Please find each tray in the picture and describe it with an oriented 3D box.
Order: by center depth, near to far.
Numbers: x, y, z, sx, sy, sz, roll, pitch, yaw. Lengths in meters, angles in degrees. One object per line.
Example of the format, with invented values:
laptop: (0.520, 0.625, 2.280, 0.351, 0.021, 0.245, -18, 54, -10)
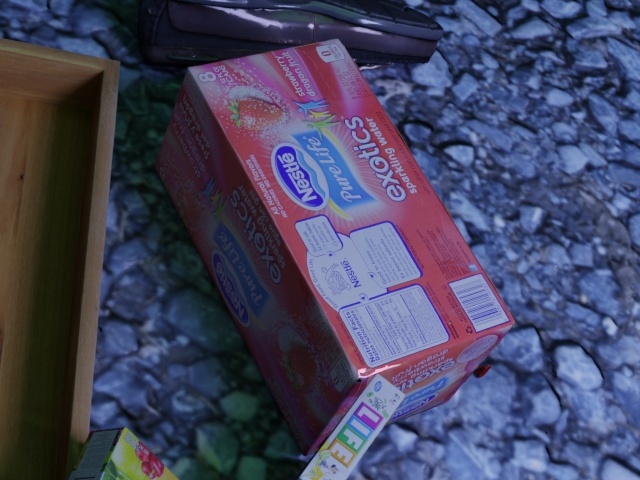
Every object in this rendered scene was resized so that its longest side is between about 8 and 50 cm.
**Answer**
tray: (-0.270, 0.020, 0.936, 0.202, 0.076, 0.411, 9, 55, -16)

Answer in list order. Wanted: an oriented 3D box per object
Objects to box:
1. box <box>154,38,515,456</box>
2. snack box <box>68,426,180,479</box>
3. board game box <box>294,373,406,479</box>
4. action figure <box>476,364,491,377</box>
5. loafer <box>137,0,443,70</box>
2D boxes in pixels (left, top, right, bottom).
box: (0.000, 0.000, 1.012, 0.154, 0.142, 0.300, -16, 64, -30)
snack box: (-0.120, 0.207, 0.835, 0.141, 0.037, 0.100, 52, 42, -34)
board game box: (-0.001, 0.170, 0.884, 0.026, 0.154, 0.103, 37, 52, 5)
action figure: (0.108, 0.068, 1.083, 0.038, 0.030, 0.115, -18, 63, -25)
loafer: (-0.030, -0.199, 1.192, 0.302, 0.095, 0.109, 7, 24, -23)
